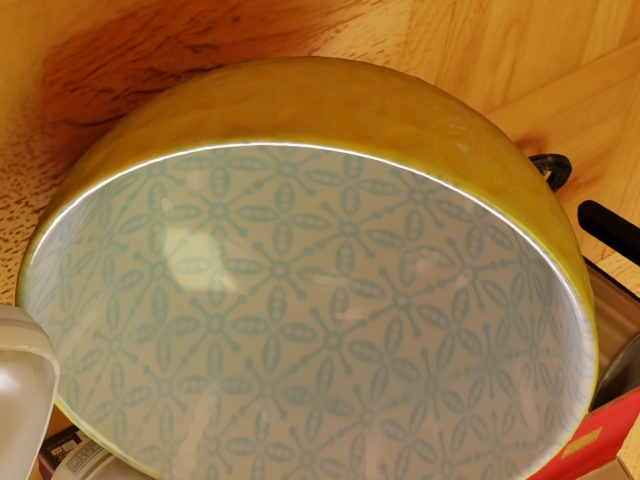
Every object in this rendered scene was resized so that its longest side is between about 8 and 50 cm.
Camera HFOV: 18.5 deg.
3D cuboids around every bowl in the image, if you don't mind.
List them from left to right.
[{"bbox_3d":[0.000,0.000,1.011,0.289,0.289,0.156,99,0,-47],"label":"bowl"}]

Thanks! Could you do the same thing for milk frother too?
[{"bbox_3d":[0.166,0.026,1.324,0.129,0.135,0.143,-53,152,3],"label":"milk frother"}]

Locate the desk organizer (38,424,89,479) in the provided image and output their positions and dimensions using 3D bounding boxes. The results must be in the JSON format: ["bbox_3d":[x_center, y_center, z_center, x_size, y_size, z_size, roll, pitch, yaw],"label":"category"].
[{"bbox_3d":[-0.105,0.124,1.181,0.130,0.047,0.050,-28,150,-29],"label":"desk organizer"}]

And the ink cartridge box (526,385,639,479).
[{"bbox_3d":[0.098,0.233,1.356,0.296,0.066,0.261,-25,159,-18],"label":"ink cartridge box"}]

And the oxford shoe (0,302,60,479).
[{"bbox_3d":[-0.240,0.216,1.004,0.169,0.130,0.449,4,128,-44],"label":"oxford shoe"}]

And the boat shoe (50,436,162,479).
[{"bbox_3d":[-0.097,0.195,1.141,0.079,0.081,0.227,-37,148,-17],"label":"boat shoe"}]
